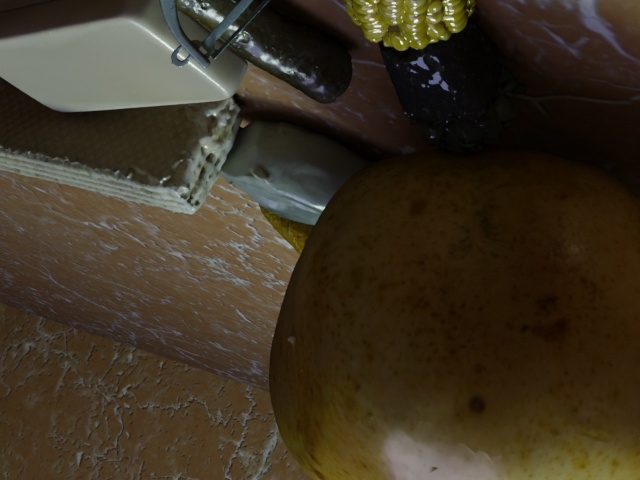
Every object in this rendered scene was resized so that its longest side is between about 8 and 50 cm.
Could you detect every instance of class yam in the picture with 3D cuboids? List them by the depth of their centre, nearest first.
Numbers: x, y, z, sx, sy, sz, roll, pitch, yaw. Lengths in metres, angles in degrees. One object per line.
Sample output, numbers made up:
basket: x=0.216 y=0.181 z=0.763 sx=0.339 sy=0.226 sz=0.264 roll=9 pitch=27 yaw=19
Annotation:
yam: x=-0.080 y=-0.201 z=0.958 sx=0.253 sy=0.061 sz=0.061 roll=31 pitch=162 yaw=-27

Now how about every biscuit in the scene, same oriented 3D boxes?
biscuit: x=-0.285 y=-0.136 z=1.303 sx=0.426 sy=0.144 sz=0.078 roll=14 pitch=161 yaw=31

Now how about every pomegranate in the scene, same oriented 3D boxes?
pomegranate: x=0.143 y=0.085 z=1.015 sx=0.417 sy=0.416 sz=0.416 roll=20 pitch=164 yaw=6

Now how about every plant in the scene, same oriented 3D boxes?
plant: x=0.107 y=-0.130 z=0.903 sx=0.095 sy=0.092 sz=0.143 roll=-3 pitch=147 yaw=29

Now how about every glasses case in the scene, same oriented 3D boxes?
glasses case: x=-0.217 y=-0.198 z=1.114 sx=0.336 sy=0.076 sz=0.144 roll=4 pitch=156 yaw=46

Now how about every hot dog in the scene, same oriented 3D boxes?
hot dog: x=0.002 y=-0.003 z=1.323 sx=0.286 sy=0.061 sz=0.087 roll=36 pitch=161 yaw=55

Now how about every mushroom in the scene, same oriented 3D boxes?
mushroom: x=0.052 y=-0.050 z=1.231 sx=0.352 sy=0.097 sz=0.109 roll=16 pitch=162 yaw=3

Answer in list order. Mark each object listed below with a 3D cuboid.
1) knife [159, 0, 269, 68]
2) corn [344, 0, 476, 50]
knife: x=-0.160 y=-0.254 z=0.852 sx=0.278 sy=0.123 sz=0.053 roll=39 pitch=-171 yaw=-27
corn: x=0.044 y=-0.215 z=0.686 sx=0.101 sy=0.101 sz=0.291 roll=17 pitch=163 yaw=15
